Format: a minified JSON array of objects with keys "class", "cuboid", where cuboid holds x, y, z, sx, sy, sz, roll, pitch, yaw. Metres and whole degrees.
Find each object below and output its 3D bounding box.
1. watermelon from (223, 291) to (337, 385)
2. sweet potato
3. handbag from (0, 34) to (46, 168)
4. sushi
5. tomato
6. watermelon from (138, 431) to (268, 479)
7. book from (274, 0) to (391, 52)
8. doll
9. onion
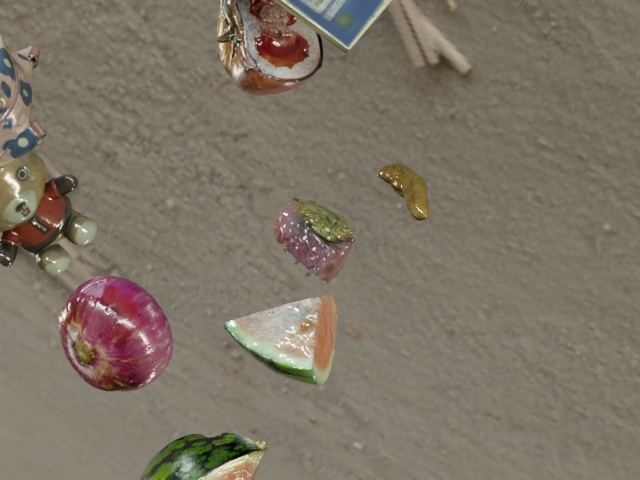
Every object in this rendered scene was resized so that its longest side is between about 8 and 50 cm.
[{"class":"watermelon","cuboid":[-0.060,0.141,1.573,0.146,0.128,0.231,0,-179,9]},{"class":"sweet potato","cuboid":[0.152,-0.085,1.799,0.054,0.053,0.182,30,-165,-30]},{"class":"handbag","cuboid":[-0.566,-0.241,1.745,0.193,0.252,0.190,-21,147,14]},{"class":"sushi","cuboid":[-0.017,-0.009,2.080,0.161,0.241,0.107,26,108,5]},{"class":"tomato","cuboid":[-0.109,-0.350,1.887,0.155,0.180,0.214,-27,71,56]},{"class":"watermelon","cuboid":[-0.224,0.389,1.604,0.128,0.159,0.303,45,117,34]},{"class":"book","cuboid":[-0.016,-0.475,1.739,0.322,0.228,0.018,38,163,6]},{"class":"doll","cuboid":[-0.621,-0.079,2.242,0.174,0.235,0.330,48,180,43]},{"class":"onion","cuboid":[-0.296,0.135,1.568,0.177,0.153,0.177,46,148,39]}]
